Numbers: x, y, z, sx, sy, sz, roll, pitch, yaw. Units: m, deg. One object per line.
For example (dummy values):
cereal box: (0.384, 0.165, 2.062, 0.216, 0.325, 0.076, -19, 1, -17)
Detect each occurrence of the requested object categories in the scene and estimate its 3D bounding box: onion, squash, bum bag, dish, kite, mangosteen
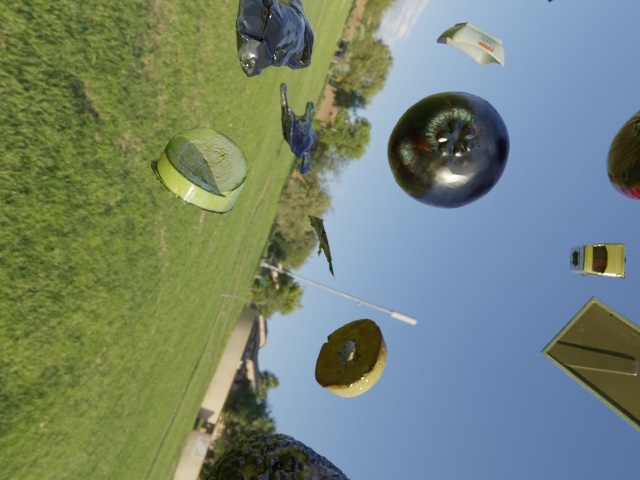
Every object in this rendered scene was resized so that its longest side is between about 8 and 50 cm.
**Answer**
onion: (0.992, -0.245, 1.126, 0.347, 0.285, 0.347, -56, -161, 30)
squash: (-0.285, -0.168, 1.002, 0.133, 0.220, 0.220, -48, -163, 26)
bum bag: (-0.084, -0.386, 0.760, 0.340, 0.095, 0.144, -57, 144, -61)
dish: (0.520, -0.669, 1.398, 0.151, 0.212, 0.077, -114, -136, -64)
kite: (0.000, 0.000, 0.943, 0.159, 0.010, 0.190, 91, -20, -56)
mangosteen: (0.321, -0.222, 1.048, 0.300, 0.300, 0.300, -158, -90, -82)

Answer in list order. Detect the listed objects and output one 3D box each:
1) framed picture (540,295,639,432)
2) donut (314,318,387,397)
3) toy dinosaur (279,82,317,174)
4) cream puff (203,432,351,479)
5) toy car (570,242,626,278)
framed picture: (0.842, 0.344, 1.163, 0.240, 0.020, 0.324, -49, -128, 2)
donut: (0.072, 0.254, 0.886, 0.162, 0.065, 0.178, -12, -146, 42)
toy dinosaur: (-0.057, -0.308, 1.171, 0.294, 0.077, 0.162, 51, 40, -59)
cream puff: (-0.044, 0.364, 0.551, 0.165, 0.239, 0.239, -53, -176, -18)
toy car: (0.825, 0.059, 1.251, 0.257, 0.124, 0.101, 12, 82, -71)
